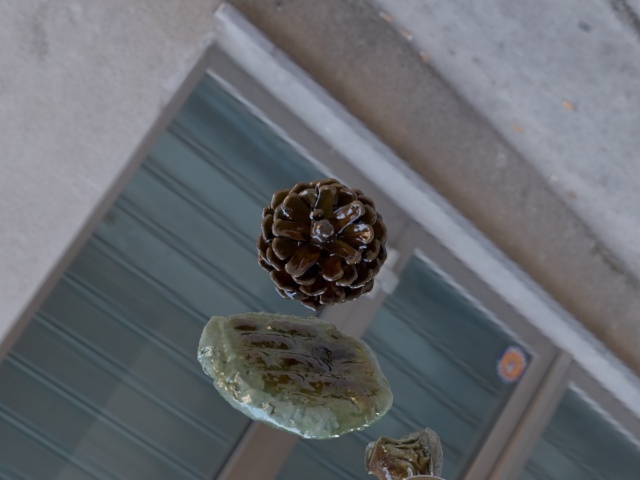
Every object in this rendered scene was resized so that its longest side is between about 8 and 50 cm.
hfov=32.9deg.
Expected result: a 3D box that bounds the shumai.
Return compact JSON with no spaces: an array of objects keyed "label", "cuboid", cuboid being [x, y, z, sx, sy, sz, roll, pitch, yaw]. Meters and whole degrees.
[{"label":"shumai","cuboid":[0.126,0.354,1.698,0.116,0.146,0.145,13,168,-9]}]

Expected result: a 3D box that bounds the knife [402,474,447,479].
[{"label":"knife","cuboid":[0.224,0.360,1.435,0.256,0.046,0.022,19,131,28]}]

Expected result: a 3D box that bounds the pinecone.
[{"label":"pinecone","cuboid":[-0.001,-0.002,1.505,0.212,0.185,0.169,67,-175,-64]}]

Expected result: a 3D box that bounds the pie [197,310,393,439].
[{"label":"pie","cuboid":[-0.031,0.190,1.614,0.306,0.306,0.071,28,121,18]}]
